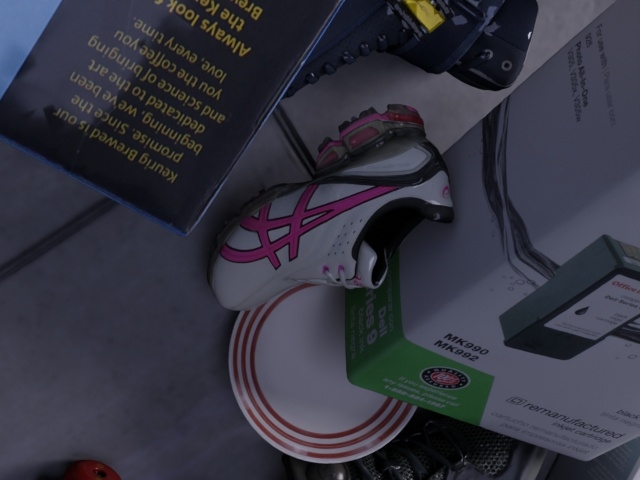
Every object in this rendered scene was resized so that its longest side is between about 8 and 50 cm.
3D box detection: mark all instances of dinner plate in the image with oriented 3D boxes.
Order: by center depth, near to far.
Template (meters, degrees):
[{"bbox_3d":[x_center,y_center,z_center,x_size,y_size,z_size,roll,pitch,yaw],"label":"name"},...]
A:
[{"bbox_3d":[0.006,0.081,0.749,0.141,0.017,0.141,2,84,-15],"label":"dinner plate"}]

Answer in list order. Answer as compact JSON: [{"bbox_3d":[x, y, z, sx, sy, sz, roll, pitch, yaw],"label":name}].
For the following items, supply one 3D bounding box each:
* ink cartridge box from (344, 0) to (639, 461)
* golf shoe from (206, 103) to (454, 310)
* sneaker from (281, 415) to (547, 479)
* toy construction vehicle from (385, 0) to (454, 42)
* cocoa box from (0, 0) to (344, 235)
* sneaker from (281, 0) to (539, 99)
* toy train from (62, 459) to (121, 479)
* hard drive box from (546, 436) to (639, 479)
[{"bbox_3d":[0.177,0.009,0.658,0.211,0.121,0.289,21,141,-23],"label":"ink cartridge box"},{"bbox_3d":[0.000,0.000,0.669,0.186,0.086,0.067,-39,151,30],"label":"golf shoe"},{"bbox_3d":[0.059,0.168,0.773,0.227,0.087,0.130,-37,134,4],"label":"sneaker"},{"bbox_3d":[0.052,-0.172,0.599,0.086,0.035,0.098,-43,99,4],"label":"toy construction vehicle"},{"bbox_3d":[-0.161,-0.201,0.486,0.347,0.231,0.228,30,100,-25],"label":"cocoa box"},{"bbox_3d":[0.030,-0.112,0.665,0.163,0.086,0.226,36,95,-23],"label":"sneaker"},{"bbox_3d":[-0.081,0.250,0.737,0.248,0.143,0.105,22,103,-24],"label":"toy train"},{"bbox_3d":[0.298,0.169,0.860,0.181,0.089,0.232,17,105,-22],"label":"hard drive box"}]
